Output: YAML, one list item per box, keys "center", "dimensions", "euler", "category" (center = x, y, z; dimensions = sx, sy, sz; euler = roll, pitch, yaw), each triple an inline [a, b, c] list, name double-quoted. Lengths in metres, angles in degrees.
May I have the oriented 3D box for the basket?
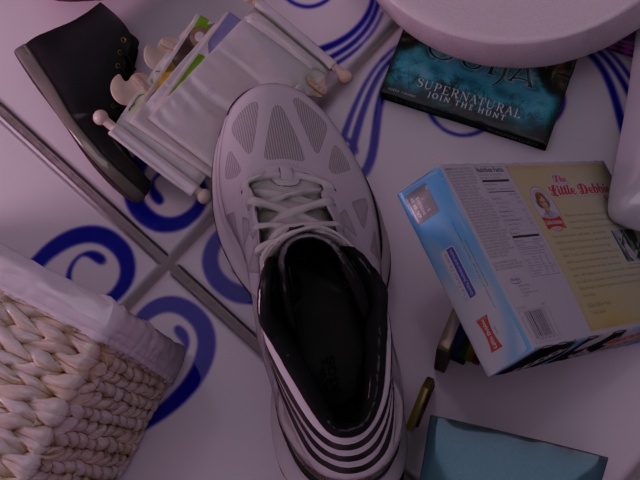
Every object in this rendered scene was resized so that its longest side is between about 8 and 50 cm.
- center: [-0.345, 0.132, 1.561]
  dimensions: [0.328, 0.331, 0.266]
  euler: [24, 84, 10]
  category: "basket"

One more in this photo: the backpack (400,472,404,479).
- center: [0.041, 0.212, 1.618]
  dimensions: [0.084, 0.105, 0.114]
  euler: [2, 73, 4]
  category: "backpack"

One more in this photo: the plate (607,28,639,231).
- center: [0.444, -0.113, 1.665]
  dimensions: [0.277, 0.045, 0.278]
  euler: [15, 67, -3]
  category: "plate"

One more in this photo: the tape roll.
- center: [0.211, -0.369, 1.728]
  dimensions: [0.392, 0.072, 0.392]
  euler: [-3, 73, 11]
  category: "tape roll"

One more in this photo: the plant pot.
- center: [0.161, 0.300, 1.560]
  dimensions: [0.165, 0.166, 0.234]
  euler: [13, 83, 8]
  category: "plant pot"

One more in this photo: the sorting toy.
- center: [0.155, 0.073, 1.632]
  dimensions: [0.046, 0.132, 0.275]
  euler: [22, 78, 8]
  category: "sorting toy"

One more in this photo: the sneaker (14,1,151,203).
- center: [-0.220, -0.151, 1.746]
  dimensions: [0.118, 0.083, 0.222]
  euler: [-35, 74, -6]
  category: "sneaker"

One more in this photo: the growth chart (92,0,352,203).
- center: [-0.105, -0.156, 1.718]
  dimensions: [0.172, 0.021, 0.237]
  euler: [45, 74, 3]
  category: "growth chart"

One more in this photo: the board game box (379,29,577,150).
- center: [0.171, -0.183, 1.754]
  dimensions: [0.186, 0.026, 0.126]
  euler: [18, 78, 9]
  category: "board game box"

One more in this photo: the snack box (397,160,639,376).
- center: [0.219, 0.018, 1.562]
  dimensions: [0.060, 0.322, 0.187]
  euler: [-36, 72, 33]
  category: "snack box"

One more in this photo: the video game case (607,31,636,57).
- center: [0.266, -0.328, 1.777]
  dimensions: [0.232, 0.042, 0.210]
  euler: [20, 78, 9]
  category: "video game case"

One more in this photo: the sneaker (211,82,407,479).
- center: [0.001, 0.000, 1.523]
  dimensions: [0.169, 0.257, 0.448]
  euler: [-10, 63, -8]
  category: "sneaker"
